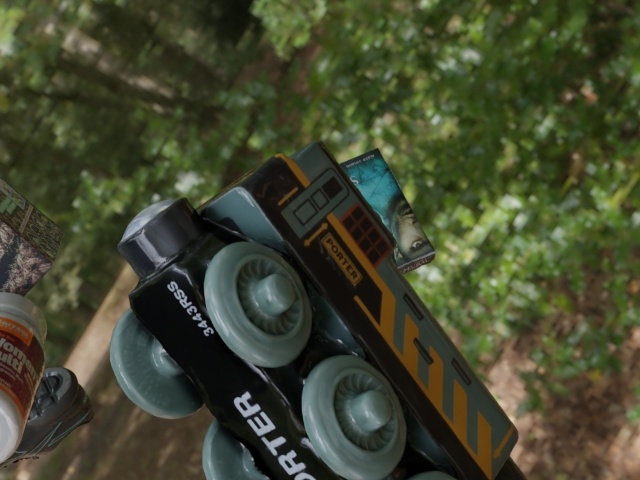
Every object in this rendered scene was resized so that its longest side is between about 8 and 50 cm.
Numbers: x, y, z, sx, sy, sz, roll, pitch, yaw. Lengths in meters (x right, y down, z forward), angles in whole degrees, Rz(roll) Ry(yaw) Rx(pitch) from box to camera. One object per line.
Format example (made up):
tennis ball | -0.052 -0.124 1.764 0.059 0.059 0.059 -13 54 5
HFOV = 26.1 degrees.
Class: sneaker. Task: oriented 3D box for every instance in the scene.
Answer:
sneaker | -0.450 0.298 2.020 0.267 0.106 0.101 -33 48 -2

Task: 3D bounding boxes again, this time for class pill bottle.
pill bottle | -0.391 0.158 1.626 0.121 0.121 0.221 -55 16 25

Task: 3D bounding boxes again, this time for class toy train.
toy train | 0.015 0.094 0.869 0.142 0.334 0.190 -33 8 41

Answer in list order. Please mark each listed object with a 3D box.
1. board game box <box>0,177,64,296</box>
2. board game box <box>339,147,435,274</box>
board game box | -0.518 -0.003 1.766 0.232 0.291 0.141 -46 15 9
board game box | 0.000 0.000 1.321 0.186 0.126 0.026 -24 -20 -12
